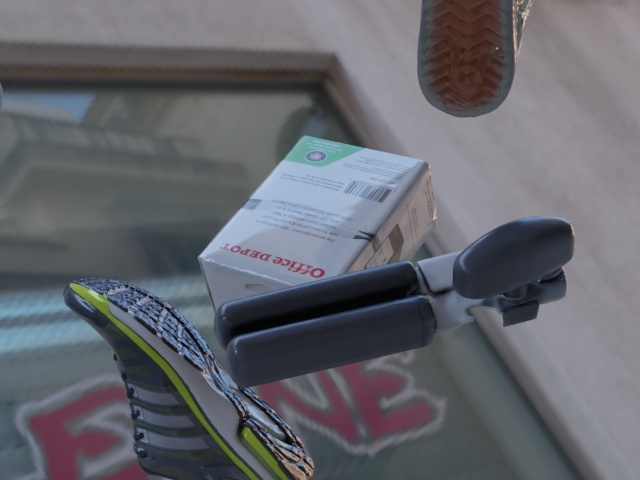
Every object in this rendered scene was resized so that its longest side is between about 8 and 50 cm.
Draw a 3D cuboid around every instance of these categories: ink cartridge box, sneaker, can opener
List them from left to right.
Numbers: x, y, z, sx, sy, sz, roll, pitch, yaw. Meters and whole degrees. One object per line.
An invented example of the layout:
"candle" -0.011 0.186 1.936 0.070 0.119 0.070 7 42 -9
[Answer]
"sneaker" -0.150 0.156 1.420 0.121 0.300 0.111 -45 -7 10
"ink cartridge box" 0.000 0.000 2.022 0.289 0.211 0.121 -51 -37 -37
"can opener" 0.059 0.035 1.138 0.283 0.076 0.095 -13 -44 -11
"sneaker" 0.132 -0.251 1.180 0.108 0.121 0.302 11 -47 3

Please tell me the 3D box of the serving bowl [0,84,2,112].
"serving bowl" -0.264 -0.084 1.074 0.083 0.027 0.083 22 -90 -83
